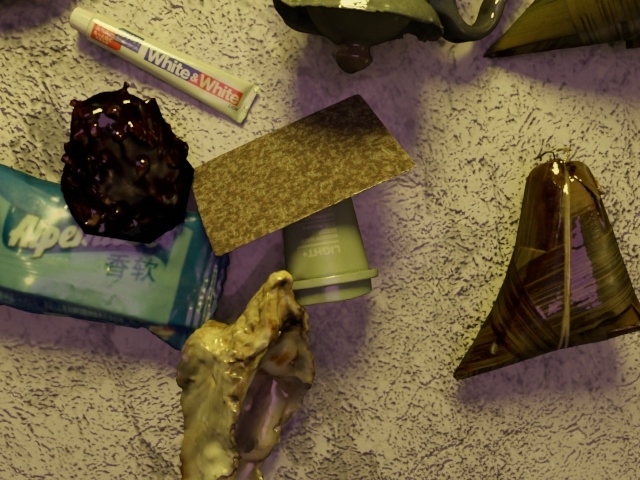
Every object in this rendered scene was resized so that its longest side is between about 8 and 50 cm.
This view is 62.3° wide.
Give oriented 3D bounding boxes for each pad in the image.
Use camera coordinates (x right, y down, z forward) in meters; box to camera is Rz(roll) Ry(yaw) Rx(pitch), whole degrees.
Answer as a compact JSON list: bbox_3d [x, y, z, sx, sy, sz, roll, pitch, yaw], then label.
[{"bbox_3d":[-0.031,-0.082,0.603,0.235,0.158,0.003,-25,139,-3],"label":"pad"}]

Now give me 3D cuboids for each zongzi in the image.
[{"bbox_3d":[0.247,0.031,0.657,0.241,0.111,0.247,-19,93,3],"label":"zongzi"},{"bbox_3d":[0.328,-0.339,0.572,0.300,0.138,0.286,-9,131,9],"label":"zongzi"}]

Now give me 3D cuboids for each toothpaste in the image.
[{"bbox_3d":[-0.181,-0.208,0.620,0.218,0.033,0.052,25,98,-13],"label":"toothpaste"}]

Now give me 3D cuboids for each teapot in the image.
[{"bbox_3d":[0.074,-0.323,0.574,0.223,0.305,0.285,18,106,36],"label":"teapot"}]

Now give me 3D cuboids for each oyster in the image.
[{"bbox_3d":[-0.095,0.188,0.612,0.110,0.166,0.341,21,119,33],"label":"oyster"}]

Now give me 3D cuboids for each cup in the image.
[{"bbox_3d":[0.000,0.000,0.623,0.120,0.120,0.141,-11,89,-4],"label":"cup"}]

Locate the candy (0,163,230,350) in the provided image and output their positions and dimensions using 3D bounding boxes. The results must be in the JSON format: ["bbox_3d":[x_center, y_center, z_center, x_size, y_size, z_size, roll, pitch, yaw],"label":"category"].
[{"bbox_3d":[-0.276,0.024,0.616,0.331,0.077,0.187,12,89,-9],"label":"candy"}]

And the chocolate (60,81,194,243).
[{"bbox_3d":[-0.210,-0.094,0.551,0.156,0.133,0.156,3,66,-8],"label":"chocolate"}]
